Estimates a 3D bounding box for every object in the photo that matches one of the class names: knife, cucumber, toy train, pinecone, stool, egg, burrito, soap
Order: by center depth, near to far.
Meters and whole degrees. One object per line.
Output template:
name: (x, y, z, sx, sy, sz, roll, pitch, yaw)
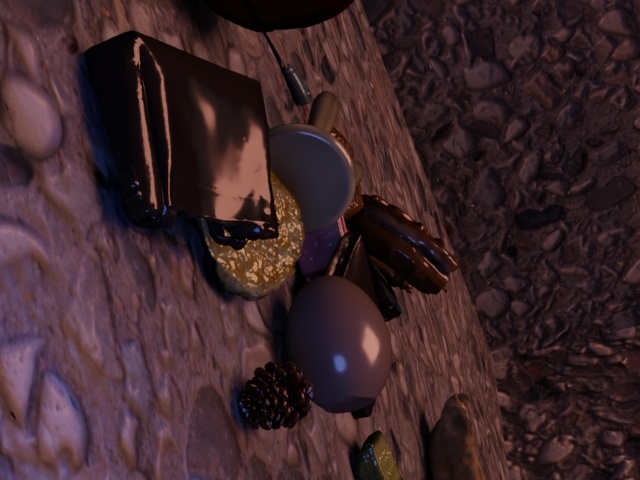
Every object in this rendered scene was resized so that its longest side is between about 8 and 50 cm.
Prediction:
pinecone: (-0.065, 0.227, 1.454, 0.109, 0.102, 0.102, -43, 117, -54)
egg: (0.026, 0.167, 1.707, 0.176, 0.176, 0.232, 44, 24, -63)
stool: (-0.033, -0.138, 1.787, 0.199, 0.195, 0.195, -82, 152, -63)
soap: (0.000, 0.000, 1.948, 0.056, 0.100, 0.149, 27, 49, -68)
cucumber: (0.104, 0.430, 1.950, 0.116, 0.062, 0.115, 66, 12, -2)
toy train: (0.071, 0.070, 2.171, 0.409, 0.086, 0.089, 51, 21, -57)
knife: (-0.083, -0.398, 2.241, 0.058, 0.032, 0.244, -84, 150, -52)
burrito: (0.338, 0.544, 2.578, 0.332, 0.135, 0.190, -95, 171, -49)

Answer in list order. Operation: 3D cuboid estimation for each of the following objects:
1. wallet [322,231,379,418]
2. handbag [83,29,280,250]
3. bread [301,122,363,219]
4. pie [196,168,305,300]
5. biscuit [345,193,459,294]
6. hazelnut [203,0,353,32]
wallet: (0.071, 0.176, 1.970, 0.377, 0.051, 0.197, 72, 31, -43)
handbag: (-0.169, -0.121, 1.328, 0.285, 0.113, 0.257, 14, 58, -56)
bread: (0.010, -0.136, 2.101, 0.230, 0.123, 0.230, -16, 90, -79)
pie: (-0.120, -0.045, 1.535, 0.274, 0.105, 0.257, 67, 26, -20)
biscuit: (0.152, 0.009, 2.233, 0.268, 0.115, 0.366, 40, -8, -5)
hazelnut: (-0.070, -0.561, 1.697, 0.429, 0.402, 0.402, 49, 26, -34)
